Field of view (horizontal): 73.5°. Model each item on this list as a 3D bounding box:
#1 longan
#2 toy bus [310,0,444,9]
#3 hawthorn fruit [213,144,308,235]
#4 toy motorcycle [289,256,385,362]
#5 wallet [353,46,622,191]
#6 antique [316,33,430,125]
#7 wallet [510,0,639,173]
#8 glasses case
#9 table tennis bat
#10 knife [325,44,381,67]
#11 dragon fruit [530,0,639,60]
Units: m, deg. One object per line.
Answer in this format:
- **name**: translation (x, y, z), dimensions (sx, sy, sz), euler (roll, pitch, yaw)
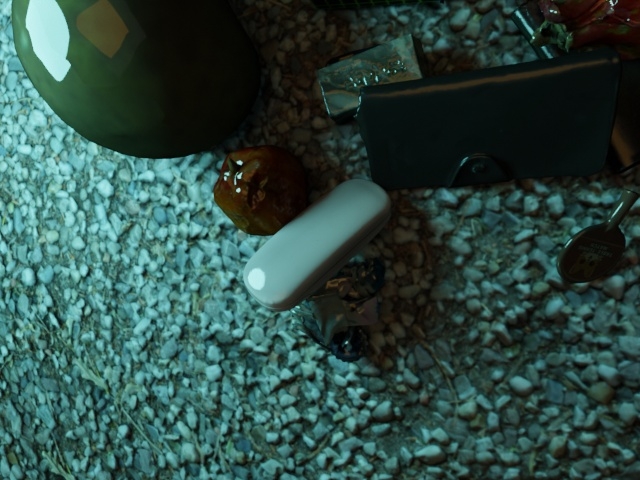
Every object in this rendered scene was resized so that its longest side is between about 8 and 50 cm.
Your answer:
- **longan**: translation (-0.303, -0.337, 0.736), dimensions (0.404, 0.336, 0.405), euler (4, 79, -19)
- **toy bus**: translation (0.095, -0.469, 0.706), dimensions (0.261, 0.150, 0.128), euler (8, 97, 20)
- **hawthorn fruit**: translation (-0.108, -0.089, 0.771), dimensions (0.173, 0.179, 0.174), euler (13, 112, 36)
- **toy motorcycle**: translation (0.028, 0.087, 0.788), dimensions (0.239, 0.108, 0.204), euler (37, 108, -13)
- **wallet**: translation (0.249, -0.176, 0.688), dimensions (0.377, 0.051, 0.197), euler (-2, 127, 19)
- **antique**: translation (0.097, -0.278, 0.750), dimensions (0.182, 0.086, 0.088), euler (-16, 90, 16)
- **wallet**: translation (0.460, -0.279, 0.672), dimensions (0.172, 0.045, 0.318), euler (-29, 84, 11)
- **glasses case**: translation (0.000, 0.000, 0.734), dimensions (0.296, 0.075, 0.113), euler (-40, 56, -19)
- **table tennis bat**: translation (0.435, -0.027, 0.716), dimensions (0.107, 0.119, 0.170), euler (10, 119, -14)
- **knife**: translation (0.065, -0.334, 0.791), dimensions (0.121, 0.018, 0.031), euler (-14, 83, 15)
- **dragon fruit**: translation (0.404, -0.352, 0.597), dimensions (0.211, 0.134, 0.262), euler (-42, 79, 11)
